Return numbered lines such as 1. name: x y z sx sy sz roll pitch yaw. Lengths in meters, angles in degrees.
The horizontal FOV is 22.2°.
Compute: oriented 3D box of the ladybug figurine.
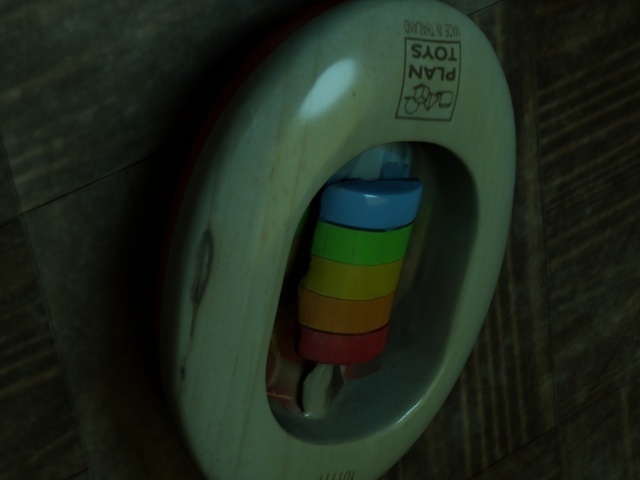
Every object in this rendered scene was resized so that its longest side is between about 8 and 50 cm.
1. ladybug figurine: 0.000 0.000 1.281 0.305 0.162 0.449 0 114 -38
